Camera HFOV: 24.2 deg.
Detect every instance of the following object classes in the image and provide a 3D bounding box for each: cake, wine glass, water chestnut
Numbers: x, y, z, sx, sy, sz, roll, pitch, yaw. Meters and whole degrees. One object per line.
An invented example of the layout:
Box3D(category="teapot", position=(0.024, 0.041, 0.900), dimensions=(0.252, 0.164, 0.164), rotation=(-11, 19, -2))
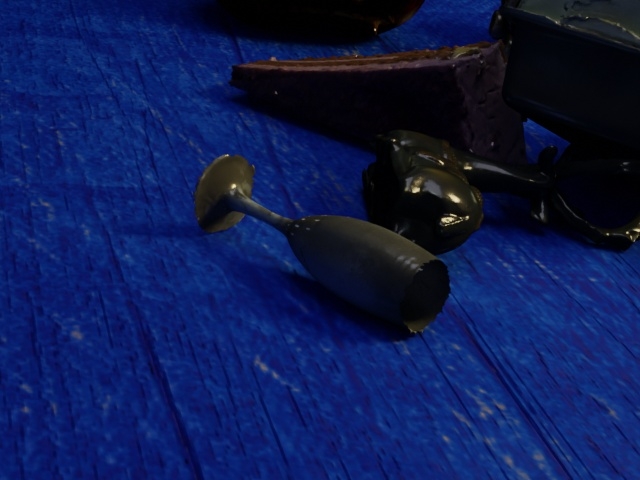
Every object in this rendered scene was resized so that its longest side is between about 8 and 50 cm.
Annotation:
Box3D(category="cake", position=(0.054, -0.145, 1.383), dimensions=(0.295, 0.113, 0.116), rotation=(16, 19, 32))
Box3D(category="wine glass", position=(0.000, 0.000, 1.031), dimensions=(0.198, 0.066, 0.066), rotation=(26, 27, 37))
Box3D(category="water chestnut", position=(0.000, -0.374, 1.706), dimensions=(0.300, 0.300, 0.300), rotation=(8, 21, -3))

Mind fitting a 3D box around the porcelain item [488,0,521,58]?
Box3D(category="porcelain item", position=(0.300, -0.252, 1.716), dimensions=(0.186, 0.138, 0.288), rotation=(19, 21, -6))

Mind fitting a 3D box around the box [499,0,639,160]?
Box3D(category="box", position=(0.295, -0.146, 1.292), dimensions=(0.220, 0.166, 0.290), rotation=(23, 3, 33))

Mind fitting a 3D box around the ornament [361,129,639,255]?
Box3D(category="ornament", position=(0.160, -0.034, 1.162), dimensions=(0.236, 0.080, 0.202), rotation=(7, 17, -7))
